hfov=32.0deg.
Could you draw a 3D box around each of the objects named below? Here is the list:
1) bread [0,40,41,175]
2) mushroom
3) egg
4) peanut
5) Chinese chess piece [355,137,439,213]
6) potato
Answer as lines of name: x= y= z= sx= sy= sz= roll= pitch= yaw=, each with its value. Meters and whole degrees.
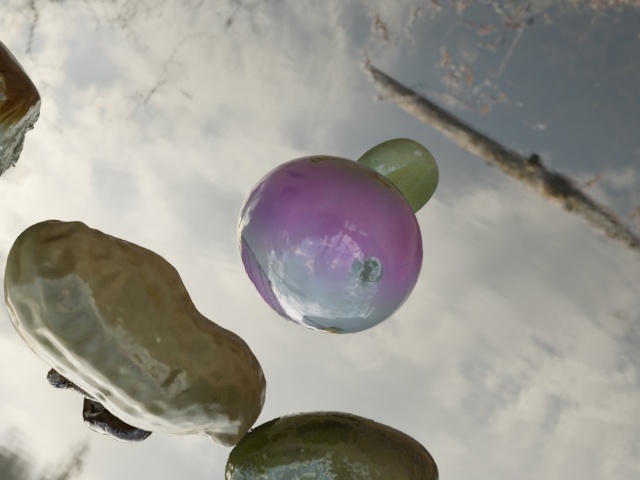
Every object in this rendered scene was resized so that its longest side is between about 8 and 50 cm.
bread: x=-0.503 y=-0.187 z=1.456 sx=0.279 sy=0.225 sz=0.250 roll=40 pitch=176 yaw=-12
mushroom: x=-0.414 y=0.269 z=2.020 sx=0.217 sy=0.148 sz=0.227 roll=32 pitch=157 yaw=-37
egg: x=0.000 y=0.000 z=1.229 sx=0.196 sy=0.196 sz=0.271 roll=49 pitch=164 yaw=-32
peanut: x=-0.221 y=0.117 z=1.366 sx=0.169 sy=0.192 sz=0.387 roll=-31 pitch=118 yaw=32
Chinese chess piece: x=0.102 y=-0.084 z=1.619 sx=0.058 sy=0.144 sz=0.144 roll=57 pitch=169 yaw=34
potato: x=0.018 y=0.267 z=1.258 sx=0.251 sy=0.159 sz=0.174 roll=9 pitch=-167 yaw=11
